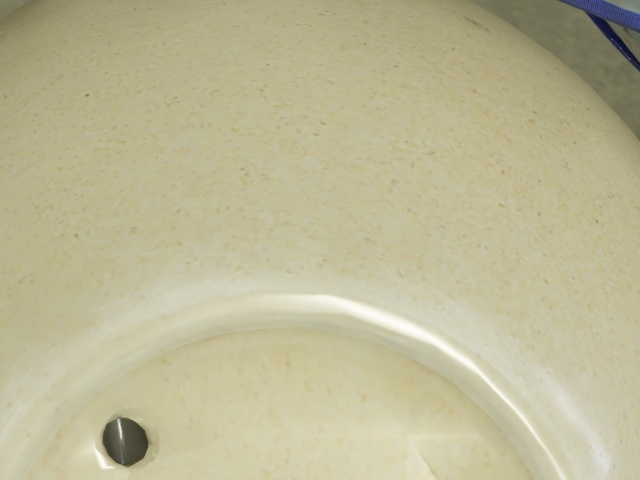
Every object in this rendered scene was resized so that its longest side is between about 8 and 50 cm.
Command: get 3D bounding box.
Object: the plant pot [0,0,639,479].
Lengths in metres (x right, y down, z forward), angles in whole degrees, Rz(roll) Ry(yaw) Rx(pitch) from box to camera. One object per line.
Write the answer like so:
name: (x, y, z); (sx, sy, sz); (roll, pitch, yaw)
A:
plant pot: (-0.013, 0.064, 0.412); (0.284, 0.191, 0.284); (0, 96, -4)

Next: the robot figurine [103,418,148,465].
robot figurine: (-0.029, 0.102, 0.714); (0.199, 0.300, 0.353); (9, 150, -20)

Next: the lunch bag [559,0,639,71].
lunch bag: (0.273, -0.217, 1.061); (0.239, 0.328, 0.385); (-51, 129, -1)
